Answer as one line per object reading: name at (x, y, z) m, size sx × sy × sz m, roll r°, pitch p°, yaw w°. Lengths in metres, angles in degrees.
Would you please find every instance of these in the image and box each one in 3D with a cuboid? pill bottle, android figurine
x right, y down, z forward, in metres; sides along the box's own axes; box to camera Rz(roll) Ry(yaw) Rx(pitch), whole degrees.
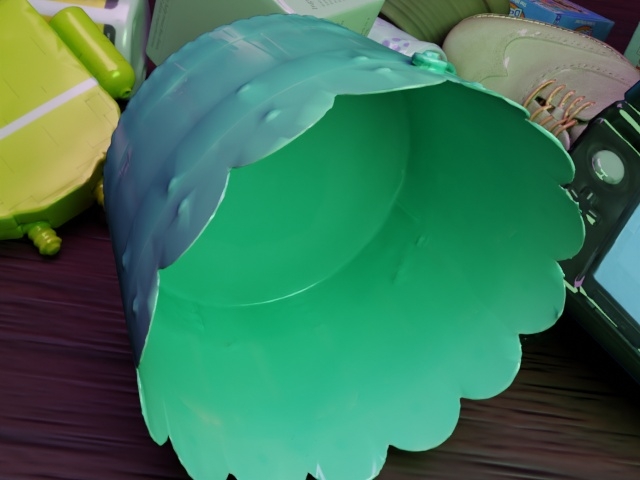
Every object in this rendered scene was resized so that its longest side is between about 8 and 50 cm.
pill bottle at (-0.291, -0.217, 0.741) m, size 0.208 × 0.119 × 0.119 m, roll 7°, pitch 42°, yaw -4°
android figurine at (-0.280, -0.109, 0.617) m, size 0.248 × 0.056 × 0.273 m, roll -39°, pitch 79°, yaw -20°

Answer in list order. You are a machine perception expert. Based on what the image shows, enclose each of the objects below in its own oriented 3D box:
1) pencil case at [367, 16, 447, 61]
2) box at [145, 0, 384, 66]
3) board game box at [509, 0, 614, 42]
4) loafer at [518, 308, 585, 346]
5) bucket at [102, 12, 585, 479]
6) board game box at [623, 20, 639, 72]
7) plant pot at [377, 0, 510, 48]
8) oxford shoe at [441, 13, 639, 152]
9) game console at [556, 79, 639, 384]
pencil case at (0.012, -0.223, 0.819) m, size 0.273 × 0.113 × 0.124 m, roll 37°, pitch 14°, yaw 27°
box at (-0.064, -0.213, 0.712) m, size 0.119 × 0.181 × 0.182 m, roll -31°, pitch 71°, yaw -39°
board game box at (0.297, -0.322, 1.000) m, size 0.160 × 0.047 × 0.210 m, roll 39°, pitch 34°, yaw 29°
loafer at (0.245, 0.034, 0.607) m, size 0.223 × 0.076 × 0.078 m, roll -5°, pitch 53°, yaw -13°
bucket at (0.000, 0.000, 0.453) m, size 0.281 × 0.281 × 0.183 m, roll -10°, pitch 36°, yaw -22°
board game box at (0.473, -0.300, 0.848) m, size 0.066 × 0.318 × 0.318 m, roll 36°, pitch 48°, yaw 24°
plant pot at (0.108, -0.305, 0.893) m, size 0.237 × 0.237 × 0.109 m, roll 36°, pitch 87°, yaw 26°
oxford shoe at (0.263, -0.129, 0.714) m, size 0.397 × 0.140 × 0.146 m, roll 40°, pitch 23°, yaw 30°
game console at (0.328, -0.001, 0.496) m, size 0.293 × 0.173 × 0.250 m, roll 45°, pitch 58°, yaw 0°
